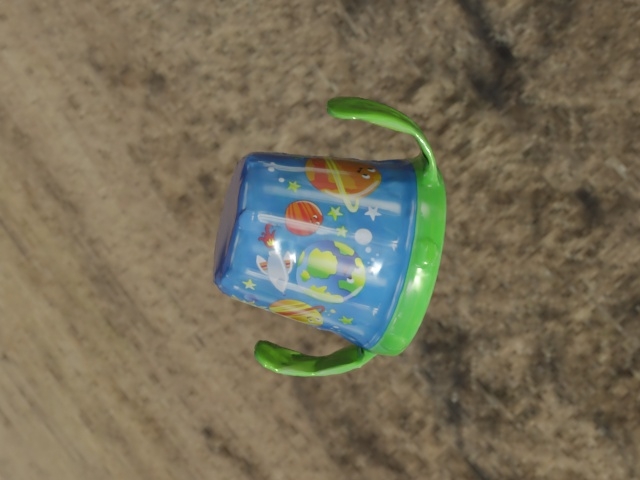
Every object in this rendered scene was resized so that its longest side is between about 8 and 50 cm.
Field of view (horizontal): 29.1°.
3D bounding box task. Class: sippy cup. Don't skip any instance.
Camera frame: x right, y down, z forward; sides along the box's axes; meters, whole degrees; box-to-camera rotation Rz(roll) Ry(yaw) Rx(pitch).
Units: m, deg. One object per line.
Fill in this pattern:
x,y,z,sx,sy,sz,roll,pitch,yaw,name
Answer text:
0.000,0.000,1.409,0.224,0.305,0.240,12,170,-11,sippy cup
